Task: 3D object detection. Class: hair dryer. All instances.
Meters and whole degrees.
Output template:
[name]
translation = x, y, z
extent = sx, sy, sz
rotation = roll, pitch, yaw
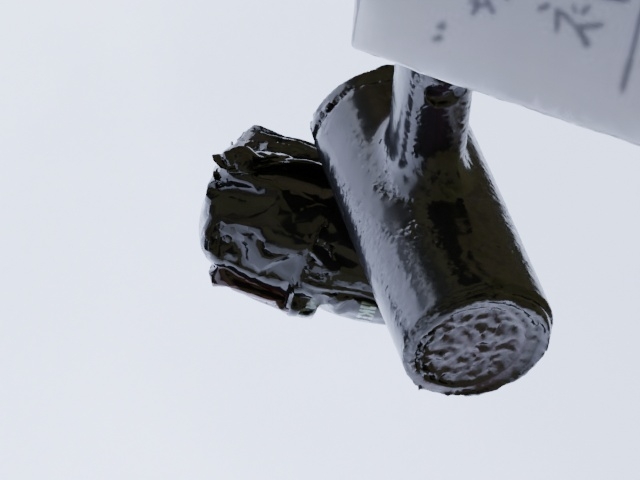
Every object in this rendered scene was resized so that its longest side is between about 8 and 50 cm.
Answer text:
[hair dryer]
translation = 0.056, -0.066, 0.844
extent = 0.089, 0.251, 0.197
rotation = -10, -134, -8

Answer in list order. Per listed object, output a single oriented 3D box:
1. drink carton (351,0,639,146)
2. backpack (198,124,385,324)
[drink carton]
translation = 0.124, -0.076, 0.287
extent = 0.222, 0.134, 0.102
rotation = 21, -144, 23
[backpack]
translation = 0.001, 0.001, 1.029
extent = 0.165, 0.105, 0.120
rotation = 24, -171, 0
